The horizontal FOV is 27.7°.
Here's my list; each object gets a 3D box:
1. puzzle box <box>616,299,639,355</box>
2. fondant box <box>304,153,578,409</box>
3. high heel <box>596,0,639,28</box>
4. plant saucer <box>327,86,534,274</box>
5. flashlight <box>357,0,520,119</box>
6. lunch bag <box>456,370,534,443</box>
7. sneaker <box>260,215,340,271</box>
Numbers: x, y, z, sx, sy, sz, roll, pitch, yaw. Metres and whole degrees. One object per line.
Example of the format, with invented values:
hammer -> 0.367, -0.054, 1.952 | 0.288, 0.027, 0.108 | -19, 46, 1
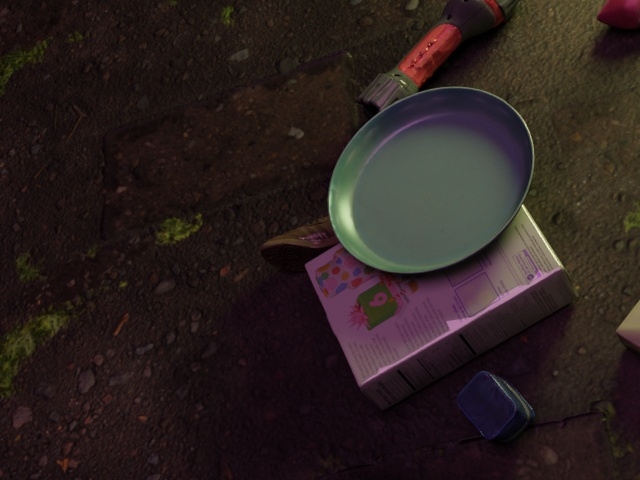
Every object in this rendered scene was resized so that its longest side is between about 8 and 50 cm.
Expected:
puzzle box -> 0.620, 0.040, 1.696 | 0.272, 0.052, 0.409 | 35, 81, 37
fondant box -> 0.170, 0.058, 1.884 | 0.330, 0.096, 0.238 | -30, 52, 7
high heel -> 0.504, -0.440, 2.015 | 0.117, 0.082, 0.244 | 7, 78, 19
plant saucer -> 0.163, -0.083, 1.888 | 0.318, 0.043, 0.317 | -14, 55, 21
flashlight -> 0.191, -0.310, 2.085 | 0.304, 0.103, 0.103 | -47, 56, -6
lunch bag -> 0.239, 0.227, 1.772 | 0.067, 0.065, 0.098 | -48, 52, 14
sneaker -> 0.000, 0.000, 2.035 | 0.188, 0.066, 0.071 | -5, 44, 19
